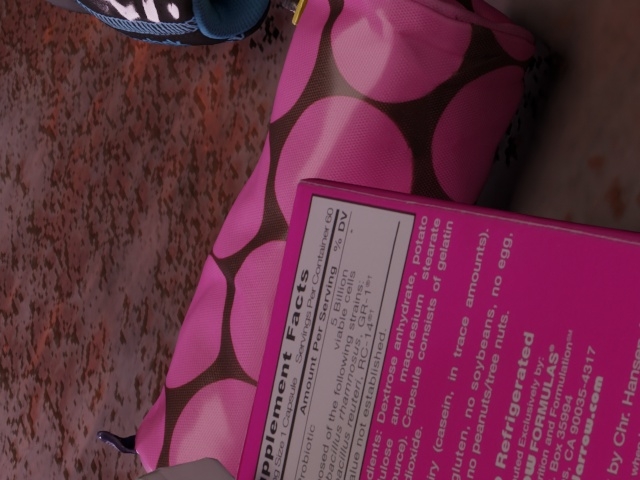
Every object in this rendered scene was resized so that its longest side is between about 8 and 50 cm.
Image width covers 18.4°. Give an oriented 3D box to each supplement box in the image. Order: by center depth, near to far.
[{"bbox_3d":[0.080,0.053,0.531,0.220,0.111,0.113,15,93,60],"label":"supplement box"}]

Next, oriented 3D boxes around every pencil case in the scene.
[{"bbox_3d":[0.000,0.000,0.708,0.098,0.095,0.209,-117,49,-68],"label":"pencil case"}]

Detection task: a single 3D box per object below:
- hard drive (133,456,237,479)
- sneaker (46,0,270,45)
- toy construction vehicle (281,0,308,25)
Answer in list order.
[{"bbox_3d":[0.024,0.229,0.520,0.307,0.040,0.203,42,128,37],"label":"hard drive"},{"bbox_3d":[-0.034,-0.248,0.841,0.140,0.125,0.340,31,115,47],"label":"sneaker"},{"bbox_3d":[0.011,-0.121,0.779,0.098,0.035,0.085,42,115,55],"label":"toy construction vehicle"}]
